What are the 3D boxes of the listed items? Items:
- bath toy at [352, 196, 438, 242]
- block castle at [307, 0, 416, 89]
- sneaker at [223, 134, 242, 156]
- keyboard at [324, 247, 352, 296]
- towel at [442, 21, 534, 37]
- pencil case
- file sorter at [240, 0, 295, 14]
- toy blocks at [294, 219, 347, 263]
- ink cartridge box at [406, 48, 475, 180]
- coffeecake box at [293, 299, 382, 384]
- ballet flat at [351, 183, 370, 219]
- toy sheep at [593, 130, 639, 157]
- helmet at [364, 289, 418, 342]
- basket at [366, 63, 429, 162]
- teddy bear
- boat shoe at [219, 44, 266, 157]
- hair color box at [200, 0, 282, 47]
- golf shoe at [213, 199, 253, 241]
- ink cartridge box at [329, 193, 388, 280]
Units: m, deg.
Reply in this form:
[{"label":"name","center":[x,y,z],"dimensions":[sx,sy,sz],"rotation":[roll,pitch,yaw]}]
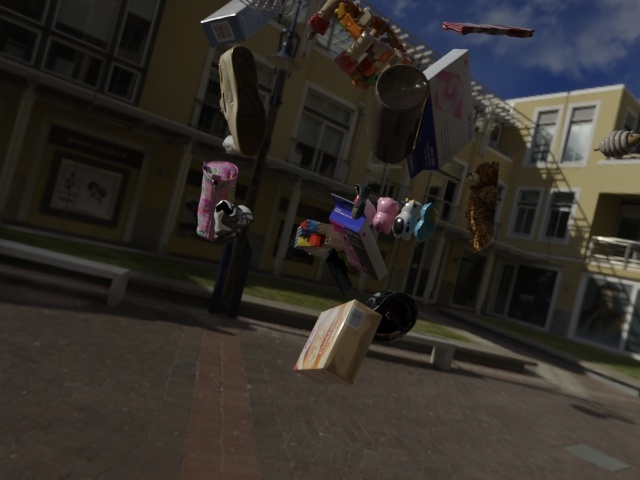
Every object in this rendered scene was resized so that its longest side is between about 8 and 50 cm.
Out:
[{"label":"bath toy","center":[0.261,-0.103,1.666],"dimensions":[0.348,0.151,0.129],"rotation":[13,-41,41]},{"label":"block castle","center":[0.176,-0.804,1.861],"dimensions":[0.213,0.303,0.453],"rotation":[-41,-17,34]},{"label":"sneaker","center":[-0.318,-0.355,1.676],"dimensions":[0.091,0.094,0.258],"rotation":[-18,16,-3]},{"label":"keyboard","center":[0.072,0.117,1.699],"dimensions":[0.023,0.180,0.108],"rotation":[-11,24,36]},{"label":"towel","center":[0.727,-0.924,1.941],"dimensions":[0.329,0.037,0.237],"rotation":[0,31,-7]},{"label":"pencil case","center":[-0.352,-0.131,1.503],"dimensions":[0.124,0.284,0.124],"rotation":[12,39,-10]},{"label":"file sorter","center":[-0.210,-0.975,1.654],"dimensions":[0.173,0.192,0.278],"rotation":[16,15,-45]},{"label":"toy blocks","center":[0.000,0.000,2.091],"dimensions":[0.261,0.190,0.381],"rotation":[12,-13,-13]},{"label":"ink cartridge box","center":[0.395,-0.410,1.467],"dimensions":[0.071,0.330,0.324],"rotation":[22,-37,41]},{"label":"coffeecake box","center":[0.030,0.207,0.886],"dimensions":[0.068,0.142,0.185],"rotation":[32,-25,-8]},{"label":"ballet flat","center":[0.119,-0.120,1.393],"dimensions":[0.049,0.057,0.173],"rotation":[15,40,7]},{"label":"toy sheep","center":[0.905,-0.293,1.352],"dimensions":[0.091,0.091,0.132],"rotation":[15,-16,-26]},{"label":"helmet","center":[0.208,0.233,1.372],"dimensions":[0.170,0.169,0.161],"rotation":[14,-20,-14]},{"label":"basket","center":[0.203,-0.340,1.166],"dimensions":[0.154,0.204,0.227],"rotation":[10,-11,6]},{"label":"teddy bear","center":[0.580,-0.122,1.619],"dimensions":[0.113,0.337,0.245],"rotation":[5,12,14]},{"label":"boat shoe","center":[-0.231,-0.387,1.263],"dimensions":[0.098,0.302,0.109],"rotation":[2,12,44]},{"label":"hair color box","center":[-0.332,-0.978,1.927],"dimensions":[0.185,0.374,0.113],"rotation":[3,-45,27]},{"label":"golf shoe","center":[-0.229,-0.071,1.171],"dimensions":[0.077,0.093,0.198],"rotation":[-7,22,7]},{"label":"ink cartridge box","center":[0.141,-0.007,1.734],"dimensions":[0.176,0.069,0.370],"rotation":[29,-28,46]}]
